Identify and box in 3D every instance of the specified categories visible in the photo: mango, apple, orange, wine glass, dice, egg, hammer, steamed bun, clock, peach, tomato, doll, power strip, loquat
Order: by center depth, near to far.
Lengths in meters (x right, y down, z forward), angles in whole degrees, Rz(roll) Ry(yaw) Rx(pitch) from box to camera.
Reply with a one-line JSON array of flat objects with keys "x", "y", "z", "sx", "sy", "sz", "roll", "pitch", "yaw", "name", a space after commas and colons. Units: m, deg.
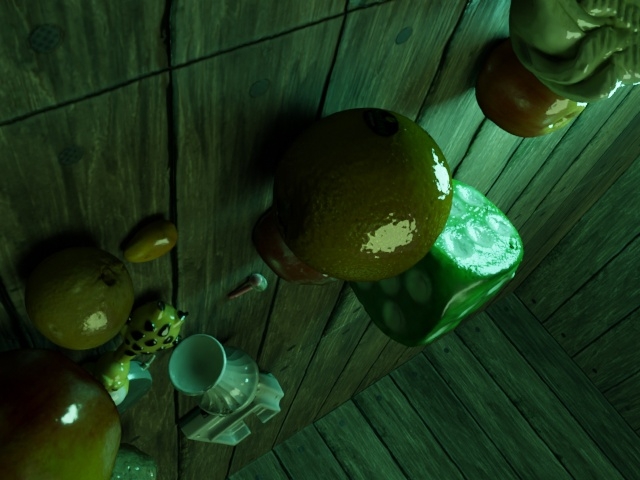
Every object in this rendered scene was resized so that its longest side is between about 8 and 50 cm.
[{"x": -0.311, "y": 0.074, "z": 0.846, "sx": 0.141, "sy": 0.141, "sz": 0.141, "roll": -32, "pitch": 159, "yaw": -14, "name": "loquat"}, {"x": -0.247, "y": 0.003, "z": 0.928, "sx": 0.089, "sy": 0.046, "sz": 0.060, "roll": -27, "pitch": 158, "yaw": 9, "name": "mango"}, {"x": -0.436, "y": 0.305, "z": 0.939, "sx": 0.308, "sy": 0.308, "sz": 0.332, "roll": -44, "pitch": 174, "yaw": 18, "name": "peach"}, {"x": 0.060, "y": -0.066, "z": 0.966, "sx": 0.274, "sy": 0.274, "sz": 0.274, "roll": -32, "pitch": 159, "yaw": -14, "name": "orange"}, {"x": 0.409, "y": -0.356, "z": 0.984, "sx": 0.280, "sy": 0.268, "sz": 0.207, "roll": -28, "pitch": -172, "yaw": -7, "name": "steamed bun"}, {"x": -0.345, "y": 0.203, "z": 1.135, "sx": 0.117, "sy": 0.086, "sz": 0.291, "roll": 36, "pitch": 114, "yaw": -26, "name": "doll"}, {"x": 0.382, "y": -0.274, "z": 1.155, "sx": 0.199, "sy": 0.199, "sz": 0.199, "roll": -32, "pitch": 159, "yaw": -14, "name": "apple"}, {"x": 0.000, "y": 0.000, "z": 1.170, "sx": 0.214, "sy": 0.155, "sz": 0.181, "roll": -33, "pitch": 155, "yaw": -7, "name": "tomato"}, {"x": -0.404, "y": 0.300, "z": 1.295, "sx": 0.216, "sy": 0.044, "sz": 0.137, "roll": -46, "pitch": 158, "yaw": 24, "name": "power strip"}, {"x": -0.150, "y": 0.097, "z": 1.305, "sx": 0.083, "sy": 0.031, "sz": 0.052, "roll": -26, "pitch": 156, "yaw": 1, "name": "hammer"}, {"x": -0.236, "y": 0.288, "z": 1.406, "sx": 0.165, "sy": 0.165, "sz": 0.196, "roll": -36, "pitch": 151, "yaw": -4, "name": "wine glass"}, {"x": -0.496, "y": 0.598, "z": 1.466, "sx": 0.279, "sy": 0.279, "sz": 0.310, "roll": -38, "pitch": 170, "yaw": 2, "name": "egg"}, {"x": 0.258, "y": 0.047, "z": 1.482, "sx": 0.297, "sy": 0.287, "sz": 0.300, "roll": -20, "pitch": 154, "yaw": -37, "name": "dice"}, {"x": -0.244, "y": 0.498, "z": 1.873, "sx": 0.262, "sy": 0.116, "sz": 0.231, "roll": -38, "pitch": 159, "yaw": -1, "name": "clock"}]
